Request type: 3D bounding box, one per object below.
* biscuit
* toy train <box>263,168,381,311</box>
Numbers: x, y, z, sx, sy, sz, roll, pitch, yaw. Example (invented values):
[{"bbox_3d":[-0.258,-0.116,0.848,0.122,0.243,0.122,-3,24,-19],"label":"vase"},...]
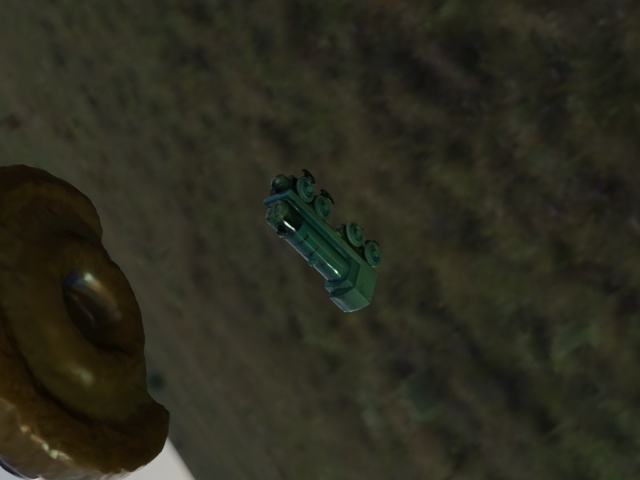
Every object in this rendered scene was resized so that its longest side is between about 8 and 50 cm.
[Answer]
[{"bbox_3d":[-0.225,0.068,1.276,0.213,0.091,0.274,-13,-100,-60],"label":"biscuit"},{"bbox_3d":[0.000,0.000,0.923,0.092,0.029,0.045,44,-137,-32],"label":"toy train"}]
